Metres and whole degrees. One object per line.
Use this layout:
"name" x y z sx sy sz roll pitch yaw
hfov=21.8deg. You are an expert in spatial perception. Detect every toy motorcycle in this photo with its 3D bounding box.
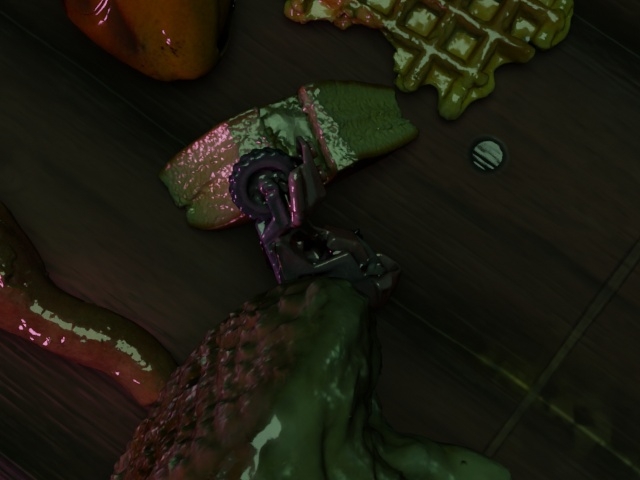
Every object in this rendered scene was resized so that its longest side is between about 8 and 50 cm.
"toy motorcycle" 0.000 0.000 1.494 0.118 0.084 0.212 -23 117 -2

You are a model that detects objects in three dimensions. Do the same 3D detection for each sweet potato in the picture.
"sweet potato" -0.291 0.025 1.509 0.385 0.109 0.109 40 80 8

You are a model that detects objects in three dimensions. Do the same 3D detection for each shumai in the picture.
"shumai" -0.008 0.242 1.362 0.323 0.324 0.397 34 115 -13

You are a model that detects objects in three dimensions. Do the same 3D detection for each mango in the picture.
"mango" -0.149 -0.265 1.548 0.166 0.136 0.236 -20 106 -46

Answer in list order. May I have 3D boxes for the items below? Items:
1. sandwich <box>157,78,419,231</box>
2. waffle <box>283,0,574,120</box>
"sandwich" -0.027 -0.084 1.543 0.244 0.088 0.090 -23 81 -6
"waffle" 0.098 -0.274 1.605 0.282 0.058 0.300 -34 80 -7
